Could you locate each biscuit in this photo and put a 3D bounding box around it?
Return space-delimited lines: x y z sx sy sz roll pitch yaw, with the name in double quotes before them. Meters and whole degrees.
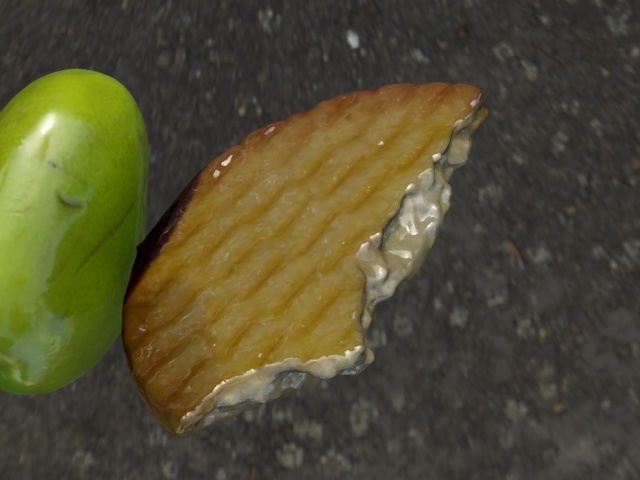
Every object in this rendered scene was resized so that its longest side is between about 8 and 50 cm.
"biscuit" 0.000 0.001 0.834 0.228 0.176 0.031 -29 134 -11

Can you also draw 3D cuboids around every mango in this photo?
"mango" -0.140 -0.004 0.854 0.089 0.117 0.163 13 102 29
